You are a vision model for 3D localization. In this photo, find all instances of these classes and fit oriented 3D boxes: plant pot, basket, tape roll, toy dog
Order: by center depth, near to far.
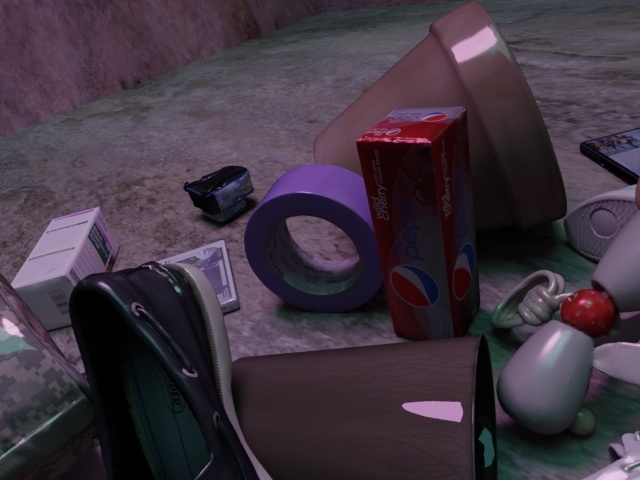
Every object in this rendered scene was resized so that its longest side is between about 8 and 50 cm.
[{"bbox_3d":[0.027,0.168,0.432,0.226,0.154,0.204,-5,21,22],"label":"basket"},{"bbox_3d":[0.326,0.056,0.456,0.161,0.334,0.220,40,26,2],"label":"toy dog"},{"bbox_3d":[0.000,0.000,0.666,0.188,0.189,0.080,-2,34,19],"label":"tape roll"},{"bbox_3d":[0.152,-0.128,0.735,0.280,0.323,0.323,-23,29,16],"label":"plant pot"}]

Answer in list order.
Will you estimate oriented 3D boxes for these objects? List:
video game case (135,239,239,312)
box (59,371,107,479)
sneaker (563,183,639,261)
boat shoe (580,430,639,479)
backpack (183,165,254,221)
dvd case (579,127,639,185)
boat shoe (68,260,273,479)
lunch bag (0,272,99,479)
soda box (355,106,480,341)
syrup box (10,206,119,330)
[{"bbox_3d":[-0.225,0.075,0.799,0.173,0.022,0.190,-19,32,-7],"label":"video game case"},{"bbox_3d":[-0.287,0.251,0.510,0.322,0.059,0.232,-25,33,-18],"label":"box"},{"bbox_3d":[0.443,-0.037,0.607,0.151,0.094,0.256,-16,-1,-30],"label":"sneaker"},{"bbox_3d":[0.253,0.180,0.377,0.226,0.083,0.076,-23,33,-12],"label":"boat shoe"},{"bbox_3d":[-0.192,-0.096,0.997,0.114,0.084,0.105,-37,37,-27],"label":"backpack"},{"bbox_3d":[0.567,-0.127,0.797,0.180,0.022,0.253,-14,32,2],"label":"dvd case"},{"bbox_3d":[-0.106,0.169,0.354,0.127,0.113,0.340,-24,70,25],"label":"boat shoe"},{"bbox_3d":[-0.352,0.172,0.406,0.256,0.213,0.305,17,44,41],"label":"lunch bag"},{"bbox_3d":[0.117,-0.008,0.558,0.083,0.263,0.092,10,38,36],"label":"soda box"},{"bbox_3d":[-0.431,0.041,0.868,0.096,0.093,0.237,-15,31,-1],"label":"syrup box"}]
